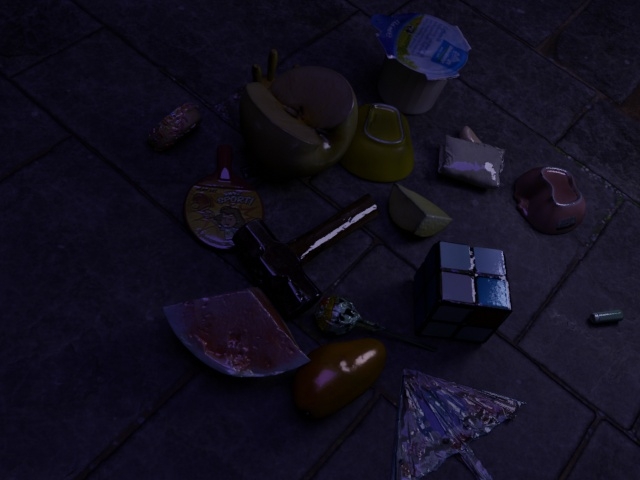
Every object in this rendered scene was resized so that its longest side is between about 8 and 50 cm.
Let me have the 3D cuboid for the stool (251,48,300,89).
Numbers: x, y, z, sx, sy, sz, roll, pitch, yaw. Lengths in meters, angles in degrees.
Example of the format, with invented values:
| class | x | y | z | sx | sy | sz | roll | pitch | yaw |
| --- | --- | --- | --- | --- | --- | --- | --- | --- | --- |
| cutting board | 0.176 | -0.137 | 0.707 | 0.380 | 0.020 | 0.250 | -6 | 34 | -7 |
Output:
| class | x | y | z | sx | sy | sz | roll | pitch | yaw |
| --- | --- | --- | --- | --- | --- | --- | --- | --- | --- |
| stool | -0.129 | -0.444 | 2.046 | 0.134 | 0.110 | 0.134 | -2 | 59 | -16 |

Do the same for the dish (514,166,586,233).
| class | x | y | z | sx | sy | sz | roll | pitch | yaw |
| --- | --- | --- | --- | --- | --- | --- | --- | --- | --- |
| dish | 0.641 | -0.125 | 2.032 | 0.214 | 0.090 | 0.213 | 7 | 56 | -10 |

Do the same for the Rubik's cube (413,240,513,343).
| class | x | y | z | sx | sy | sz | roll | pitch | yaw |
| --- | --- | --- | --- | --- | --- | --- | --- | --- | --- |
| Rubik's cube | 0.328 | 0.124 | 1.734 | 0.180 | 0.183 | 0.167 | 10 | 57 | -9 |

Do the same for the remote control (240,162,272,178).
| class | x | y | z | sx | sy | sz | roll | pitch | yaw |
| --- | --- | --- | --- | --- | --- | --- | --- | --- | --- |
| remote control | -0.160 | -0.186 | 1.925 | 0.096 | 0.014 | 0.039 | -16 | 62 | -21 |

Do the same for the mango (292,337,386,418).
| class | x | y | z | sx | sy | sz | roll | pitch | yaw |
| --- | --- | --- | --- | --- | --- | --- | --- | --- | --- |
| mango | 0.041 | 0.282 | 1.599 | 0.253 | 0.113 | 0.138 | -29 | 68 | -30 |

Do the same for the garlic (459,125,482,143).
| class | x | y | z | sx | sy | sz | roll | pitch | yaw |
| --- | --- | --- | --- | --- | --- | --- | --- | --- | --- |
| garlic | 0.427 | -0.288 | 2.122 | 0.083 | 0.041 | 0.053 | 47 | 45 | 9 |

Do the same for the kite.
| class | x | y | z | sx | sy | sz | roll | pitch | yaw |
| --- | --- | --- | --- | --- | --- | --- | --- | --- | --- |
| kite | 0.293 | 0.423 | 1.627 | 0.406 | 0.014 | 0.368 | -25 | 65 | -27 |

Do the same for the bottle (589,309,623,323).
| class | x | y | z | sx | sy | sz | roll | pitch | yaw |
| --- | --- | --- | --- | --- | --- | --- | --- | --- | --- |
| bottle | 0.724 | 0.193 | 1.876 | 0.083 | 0.030 | 0.030 | -4 | 58 | -15 |

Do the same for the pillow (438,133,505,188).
| class | x | y | z | sx | sy | sz | roll | pitch | yaw |
| --- | --- | --- | --- | --- | --- | --- | --- | --- | --- |
| pillow | 0.412 | -0.216 | 2.045 | 0.182 | 0.077 | 0.134 | 16 | 55 | -2 |

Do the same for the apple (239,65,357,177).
| class | x | y | z | sx | sy | sz | roll | pitch | yaw |
| --- | --- | --- | --- | --- | --- | --- | --- | --- | --- |
| apple | -0.061 | -0.292 | 1.887 | 0.258 | 0.233 | 0.295 | 34 | 54 | 28 |

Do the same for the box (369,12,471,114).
| class | x | y | z | sx | sy | sz | roll | pitch | yaw |
| --- | --- | --- | --- | --- | --- | --- | --- | --- | --- |
| box | 0.249 | -0.494 | 2.114 | 0.291 | 0.206 | 0.262 | 23 | 53 | 3 |

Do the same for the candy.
| class | x | y | z | sx | sy | sz | roll | pitch | yaw |
| --- | --- | --- | --- | --- | --- | --- | --- | --- | --- |
| candy | 0.131 | 0.209 | 1.706 | 0.306 | 0.083 | 0.091 | 21 | 53 | -9 |

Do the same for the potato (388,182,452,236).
| class | x | y | z | sx | sy | sz | roll | pitch | yaw |
| --- | --- | --- | --- | --- | --- | --- | --- | --- | --- |
| potato | 0.250 | -0.069 | 1.928 | 0.120 | 0.081 | 0.149 | 11 | 30 | -44 |

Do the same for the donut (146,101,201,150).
| class | x | y | z | sx | sy | sz | roll | pitch | yaw |
| --- | --- | --- | --- | --- | --- | --- | --- | --- | --- |
| donut | -0.361 | -0.298 | 1.900 | 0.065 | 0.108 | 0.166 | 52 | 51 | -8 |

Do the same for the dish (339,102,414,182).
| class | x | y | z | sx | sy | sz | roll | pitch | yaw |
| --- | --- | --- | --- | --- | --- | --- | --- | --- | --- |
| dish | 0.163 | -0.291 | 2.017 | 0.221 | 0.108 | 0.262 | 11 | 55 | -7 |

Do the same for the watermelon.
| class | x | y | z | sx | sy | sz | roll | pitch | yaw |
| --- | --- | --- | --- | --- | --- | --- | --- | --- | --- |
| watermelon | -0.163 | 0.189 | 1.582 | 0.256 | 0.176 | 0.260 | -32 | 89 | -44 |

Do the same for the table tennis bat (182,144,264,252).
| class | x | y | z | sx | sy | sz | roll | pitch | yaw |
| --- | --- | --- | --- | --- | --- | --- | --- | --- | --- |
| table tennis bat | -0.240 | -0.105 | 1.841 | 0.201 | 0.038 | 0.310 | 4 | 60 | -13 |

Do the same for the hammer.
| class | x | y | z | sx | sy | sz | roll | pitch | yaw |
| --- | --- | --- | --- | --- | --- | --- | --- | --- | --- |
| hammer | 0.000 | 0.000 | 1.802 | 0.409 | 0.095 | 0.242 | -32 | 76 | -37 |
